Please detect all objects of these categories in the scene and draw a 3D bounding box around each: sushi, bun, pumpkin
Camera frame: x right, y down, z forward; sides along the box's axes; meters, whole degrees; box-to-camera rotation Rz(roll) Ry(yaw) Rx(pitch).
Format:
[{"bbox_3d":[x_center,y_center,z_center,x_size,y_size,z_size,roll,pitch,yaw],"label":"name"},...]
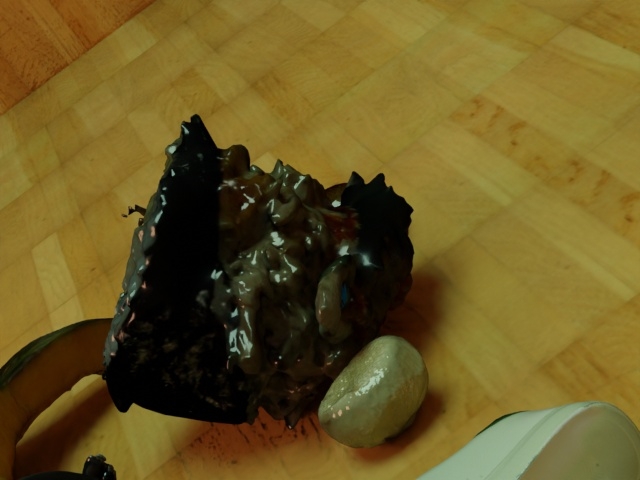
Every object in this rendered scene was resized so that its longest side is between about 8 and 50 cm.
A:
[{"bbox_3d":[-0.044,0.036,1.341,0.225,0.219,0.238,112,165,-54],"label":"sushi"},{"bbox_3d":[0.040,0.108,1.222,0.086,0.055,0.086,-44,10,10],"label":"bun"},{"bbox_3d":[-0.298,0.186,1.532,0.258,0.095,0.290,-39,8,28],"label":"pumpkin"}]

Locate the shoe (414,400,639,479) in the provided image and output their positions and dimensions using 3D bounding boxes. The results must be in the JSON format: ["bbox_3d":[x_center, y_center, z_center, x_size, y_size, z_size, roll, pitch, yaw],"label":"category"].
[{"bbox_3d":[0.063,0.186,0.977,0.265,0.095,0.110,-38,14,-20],"label":"shoe"}]

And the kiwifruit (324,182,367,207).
[{"bbox_3d":[0.000,0.000,1.492,0.124,0.075,0.075,-32,21,5],"label":"kiwifruit"}]

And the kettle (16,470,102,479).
[{"bbox_3d":[-0.253,0.288,0.979,0.324,0.321,0.228,-31,61,27],"label":"kettle"}]

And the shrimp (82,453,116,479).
[{"bbox_3d":[-0.195,0.181,1.111,0.152,0.219,0.046,-31,59,-5],"label":"shrimp"}]
